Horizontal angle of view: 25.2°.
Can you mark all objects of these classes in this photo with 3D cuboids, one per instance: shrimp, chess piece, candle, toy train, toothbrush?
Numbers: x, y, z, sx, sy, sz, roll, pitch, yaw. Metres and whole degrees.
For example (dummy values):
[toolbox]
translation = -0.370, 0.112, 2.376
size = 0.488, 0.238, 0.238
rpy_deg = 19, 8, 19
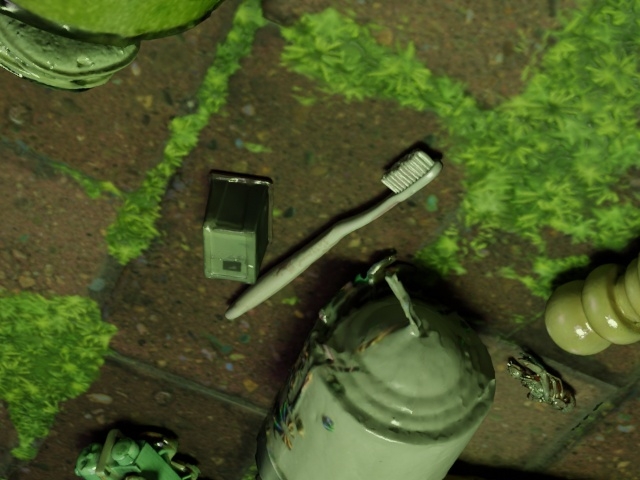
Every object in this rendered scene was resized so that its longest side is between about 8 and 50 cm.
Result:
[shrimp]
translation = 0.212, 0.139, 1.402
size = 0.038, 0.029, 0.092
rpy_deg = -19, 125, 41
[chess piece]
translation = 0.269, 0.048, 1.250
size = 0.094, 0.094, 0.170
rpy_deg = 39, 140, -27
[candle]
translation = 0.059, 0.137, 1.318
size = 0.187, 0.187, 0.330
rpy_deg = 18, 137, -6
[toy train]
translation = -0.198, 0.285, 1.621
size = 0.125, 0.081, 0.194
rpy_deg = -9, 136, 28
[toothbrush]
translation = 0.000, 0.000, 1.298
size = 0.029, 0.025, 0.307
rpy_deg = 39, 132, -16

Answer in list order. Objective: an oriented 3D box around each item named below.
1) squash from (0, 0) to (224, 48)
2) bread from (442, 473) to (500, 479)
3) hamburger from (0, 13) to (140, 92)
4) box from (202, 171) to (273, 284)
[squash]
translation = -0.083, -0.325, 0.787
size = 0.263, 0.263, 0.384
rpy_deg = 25, 137, -14
[bread]
translation = 0.239, 0.331, 1.540
size = 0.383, 0.112, 0.166
rpy_deg = 11, 136, 3
[hamburger]
translation = -0.204, -0.170, 1.076
size = 0.133, 0.140, 0.062
rpy_deg = -1, 151, -40
[box]
translation = -0.076, -0.009, 1.277
size = 0.060, 0.063, 0.085
rpy_deg = 10, 138, 5
